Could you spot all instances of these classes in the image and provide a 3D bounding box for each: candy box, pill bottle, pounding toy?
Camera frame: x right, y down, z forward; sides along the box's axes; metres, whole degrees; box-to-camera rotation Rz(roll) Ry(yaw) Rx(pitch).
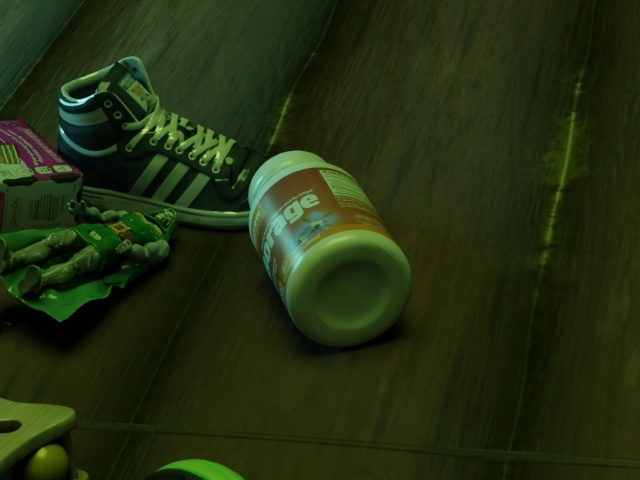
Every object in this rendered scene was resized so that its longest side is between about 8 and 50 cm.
[{"bbox_3d":[-0.384,-0.060,2.030,0.233,0.071,0.159,-8,30,-33],"label":"candy box"},{"bbox_3d":[0.000,0.000,1.886,0.121,0.121,0.216,-11,30,-12],"label":"pill bottle"},{"bbox_3d":[-0.303,0.192,1.550,0.154,0.154,0.269,18,36,39],"label":"pounding toy"}]

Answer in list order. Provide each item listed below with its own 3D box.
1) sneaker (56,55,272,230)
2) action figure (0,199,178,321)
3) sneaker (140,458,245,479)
[{"bbox_3d":[-0.147,-0.103,2.047,0.282,0.153,0.099,5,32,15],"label":"sneaker"},{"bbox_3d":[-0.220,0.005,1.930,0.137,0.063,0.232,38,31,23],"label":"action figure"},{"bbox_3d":[-0.060,0.305,1.307,0.202,0.185,0.483,-11,20,-26],"label":"sneaker"}]
